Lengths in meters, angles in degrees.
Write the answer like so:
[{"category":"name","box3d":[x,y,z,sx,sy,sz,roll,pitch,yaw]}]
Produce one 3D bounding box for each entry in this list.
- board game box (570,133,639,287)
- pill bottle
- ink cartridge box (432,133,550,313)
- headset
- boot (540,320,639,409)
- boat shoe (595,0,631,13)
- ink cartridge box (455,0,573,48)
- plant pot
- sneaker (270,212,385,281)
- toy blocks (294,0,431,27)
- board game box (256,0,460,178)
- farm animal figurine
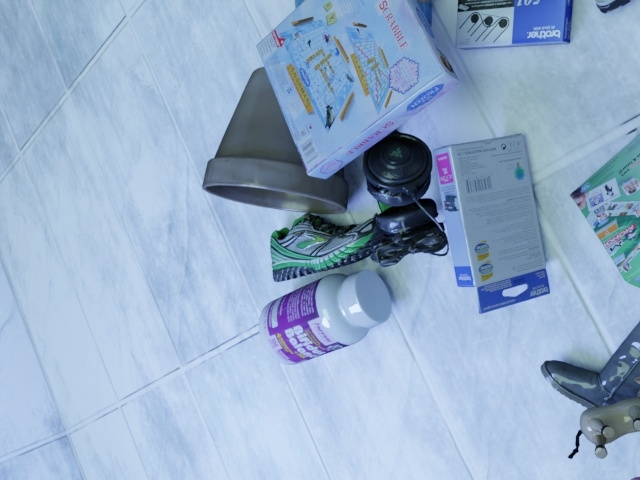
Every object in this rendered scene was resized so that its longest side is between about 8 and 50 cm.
[{"category":"board game box","box3d":[0.572,-0.102,0.979,0.317,0.046,0.213,-48,36,33]},{"category":"pill bottle","box3d":[0.011,0.175,1.440,0.302,0.169,0.169,-28,81,37]},{"category":"ink cartridge box","box3d":[0.322,-0.033,1.158,0.065,0.186,0.311,-12,90,62]},{"category":"headset","box3d":[0.135,-0.073,1.191,0.394,0.185,0.243,-116,8,-61]},{"category":"boot","box3d":[0.531,0.215,1.115,0.190,0.076,0.208,31,123,13]},{"category":"boat shoe","box3d":[0.524,-0.425,1.032,0.125,0.038,0.046,-30,54,26]},{"category":"ink cartridge box","box3d":[0.358,-0.412,1.154,0.207,0.046,0.097,9,104,36]},{"category":"plant pot","box3d":[-0.079,-0.222,1.383,0.323,0.323,0.280,7,85,36]},{"category":"sneaker","box3d":[0.000,0.000,1.440,0.344,0.134,0.146,-16,88,38]},{"category":"toy blocks","box3d":[0.089,-0.547,1.270,0.382,0.191,0.260,8,116,26]},{"category":"board game box","box3d":[0.053,-0.332,1.156,0.318,0.066,0.318,-33,68,31]},{"category":"farm animal figurine","box3d":[0.624,0.305,1.001,0.330,0.172,0.326,33,100,10]}]
